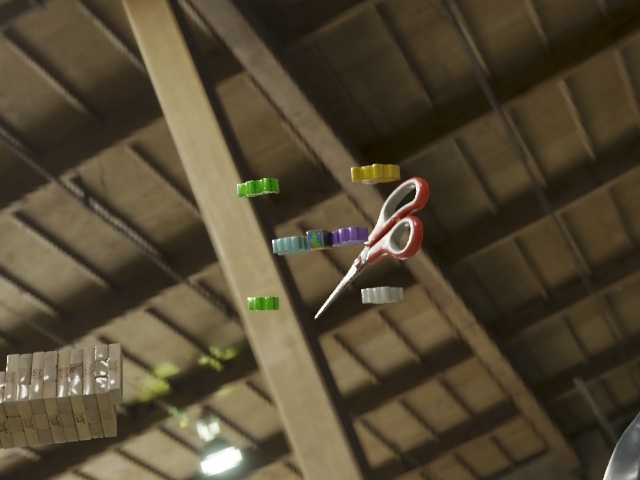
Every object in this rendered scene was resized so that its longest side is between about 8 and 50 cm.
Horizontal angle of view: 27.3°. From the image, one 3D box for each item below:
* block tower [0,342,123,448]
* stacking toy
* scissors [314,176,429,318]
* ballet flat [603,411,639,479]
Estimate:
[{"bbox_3d":[-0.426,0.215,1.743,0.335,0.091,0.097,-6,-49,-4],"label":"block tower"},{"bbox_3d":[0.000,0.000,1.634,0.221,0.167,0.052,-7,-7,28],"label":"stacking toy"},{"bbox_3d":[0.064,0.013,1.764,0.021,0.109,0.297,12,-28,-23],"label":"scissors"},{"bbox_3d":[0.260,0.140,0.944,0.203,0.074,0.074,-56,-20,-25],"label":"ballet flat"}]
